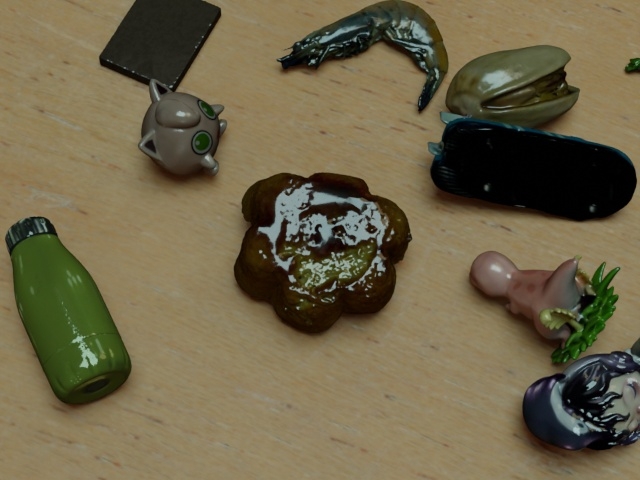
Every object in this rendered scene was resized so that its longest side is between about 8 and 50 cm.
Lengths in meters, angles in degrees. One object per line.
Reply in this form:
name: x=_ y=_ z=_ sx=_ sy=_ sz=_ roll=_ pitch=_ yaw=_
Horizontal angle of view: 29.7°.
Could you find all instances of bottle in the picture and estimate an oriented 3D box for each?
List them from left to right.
bottle: x=-0.352 y=0.088 z=1.638 sx=0.112 sy=0.112 sz=0.260 roll=-24 pitch=68 yaw=-13

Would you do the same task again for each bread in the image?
bread: x=0.005 y=0.012 z=1.680 sx=0.247 sy=0.135 sz=0.232 roll=7 pitch=78 yaw=-2

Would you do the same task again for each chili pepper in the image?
chili pepper: x=0.526 y=-0.269 z=1.897 sx=0.091 sy=0.030 sz=0.034 roll=19 pitch=90 yaw=9

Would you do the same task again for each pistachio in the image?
pistachio: x=0.291 y=-0.226 z=1.822 sx=0.206 sy=0.129 sz=0.131 roll=-18 pitch=22 yaw=-16

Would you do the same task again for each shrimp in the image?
shrimp: x=0.077 y=-0.270 z=1.863 sx=0.262 sy=0.051 sz=0.198 roll=-20 pitch=68 yaw=-15

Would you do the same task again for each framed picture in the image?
framed picture: x=-0.249 y=-0.319 z=1.884 sx=0.128 sy=0.023 sz=0.168 roll=24 pitch=66 yaw=7

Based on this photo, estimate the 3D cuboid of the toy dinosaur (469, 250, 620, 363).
toy dinosaur: x=0.312 y=0.059 z=1.667 sx=0.177 sy=0.194 sz=0.152 roll=40 pitch=76 yaw=-8

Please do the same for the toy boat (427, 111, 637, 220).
toy boat: x=0.311 y=-0.119 z=1.757 sx=0.299 sy=0.134 sz=0.092 roll=11 pitch=39 yaw=-11

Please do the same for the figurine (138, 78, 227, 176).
figurine: x=-0.201 y=-0.158 z=1.754 sx=0.125 sy=0.138 sz=0.125 roll=-26 pitch=50 yaw=35

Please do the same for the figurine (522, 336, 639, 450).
figurine: x=0.376 y=0.204 z=1.616 sx=0.222 sy=0.145 sz=0.145 roll=-23 pitch=68 yaw=-25
